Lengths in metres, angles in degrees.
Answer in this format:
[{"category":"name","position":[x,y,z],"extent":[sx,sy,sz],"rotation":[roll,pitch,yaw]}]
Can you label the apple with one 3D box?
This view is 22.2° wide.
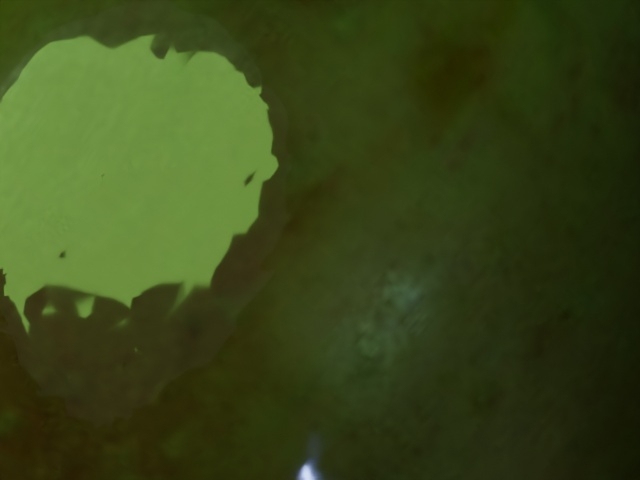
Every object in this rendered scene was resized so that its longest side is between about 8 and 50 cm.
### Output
[{"category":"apple","position":[0.000,0.000,0.551],"extent":[0.338,0.338,0.305],"rotation":[21,72,48]}]
